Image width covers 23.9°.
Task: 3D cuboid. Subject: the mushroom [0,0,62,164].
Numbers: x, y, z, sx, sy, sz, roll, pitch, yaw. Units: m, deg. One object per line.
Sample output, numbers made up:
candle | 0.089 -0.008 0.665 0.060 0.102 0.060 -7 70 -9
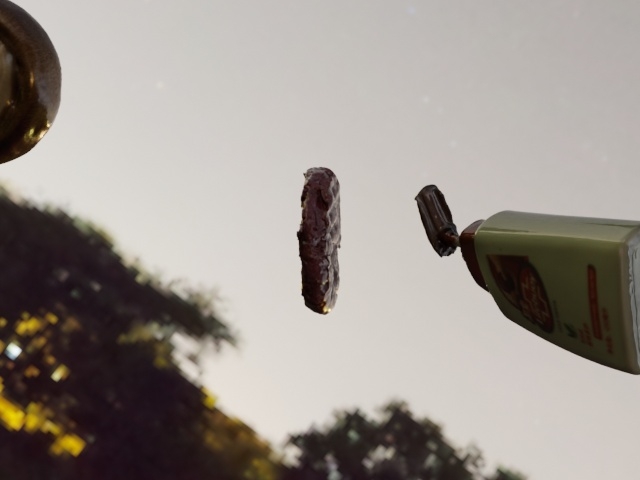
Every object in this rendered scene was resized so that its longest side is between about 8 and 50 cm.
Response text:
mushroom | -0.477 -0.221 2.072 0.253 0.253 0.153 37 4 1

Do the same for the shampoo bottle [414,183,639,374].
shampoo bottle | 0.200 0.022 1.421 0.284 0.071 0.153 20 -46 46

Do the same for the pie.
pie | 0.000 0.000 1.545 0.036 0.154 0.154 1 -22 6
